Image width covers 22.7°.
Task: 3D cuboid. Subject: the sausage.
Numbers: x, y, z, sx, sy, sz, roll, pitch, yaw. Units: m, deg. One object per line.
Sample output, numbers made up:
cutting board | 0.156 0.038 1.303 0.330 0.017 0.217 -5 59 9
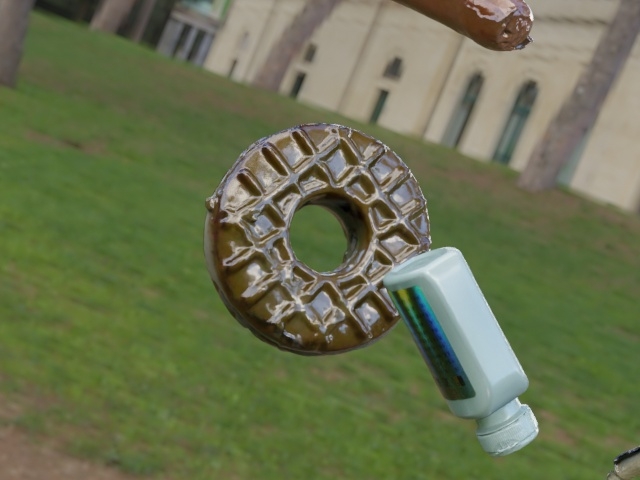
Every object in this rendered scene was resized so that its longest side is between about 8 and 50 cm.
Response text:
sausage | 0.131 -0.372 2.293 0.094 0.094 0.419 -25 41 -38

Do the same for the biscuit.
biscuit | 0.000 0.000 2.187 0.332 0.332 0.103 22 -14 -19

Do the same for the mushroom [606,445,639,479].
mushroom | 0.380 0.223 1.647 0.187 0.060 0.061 -17 -21 40

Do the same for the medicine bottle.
medicine bottle | 0.158 0.123 1.733 0.229 0.083 0.121 63 -21 -5
